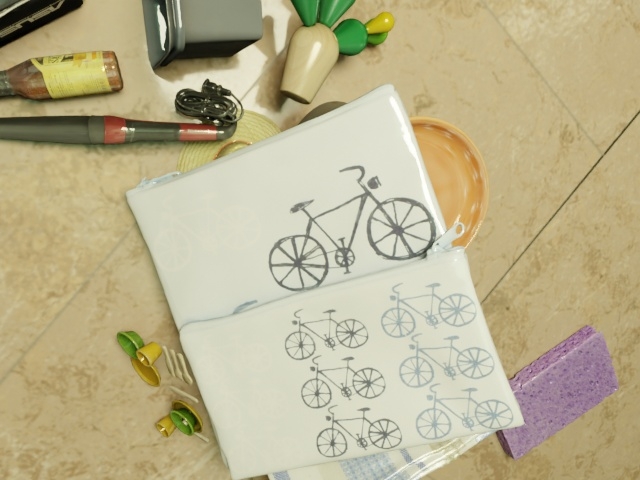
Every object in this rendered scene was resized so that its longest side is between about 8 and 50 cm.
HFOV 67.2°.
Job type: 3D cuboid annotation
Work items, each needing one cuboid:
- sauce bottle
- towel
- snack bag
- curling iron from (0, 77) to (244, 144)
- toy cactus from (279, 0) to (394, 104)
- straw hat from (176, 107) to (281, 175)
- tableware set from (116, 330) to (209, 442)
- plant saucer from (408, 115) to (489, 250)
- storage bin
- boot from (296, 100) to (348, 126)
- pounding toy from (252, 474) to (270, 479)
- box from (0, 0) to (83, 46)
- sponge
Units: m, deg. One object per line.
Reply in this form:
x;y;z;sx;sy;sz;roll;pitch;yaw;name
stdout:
-0.265;-0.161;0.476;0.128;0.042;0.042;-13;104;-15;sauce bottle
0.055;0.193;0.574;0.285;0.209;0.034;-27;142;-10;towel
-0.013;0.054;0.476;0.323;0.037;0.342;-18;93;18;snack bag
-0.217;-0.123;0.499;0.274;0.035;0.068;-8;61;-8;curling iron
-0.001;-0.229;0.474;0.112;0.219;0.180;23;92;18;toy cactus
-0.090;-0.074;0.534;0.144;0.061;0.144;-3;102;-16;straw hat
-0.183;0.171;0.547;0.024;0.104;0.154;-42;138;-44;tableware set
0.117;-0.054;0.610;0.200;0.037;0.200;-3;101;-16;plant saucer
-0.116;-0.222;0.466;0.091;0.135;0.098;-9;104;-26;storage bin
0.000;0.000;0.549;0.115;0.112;0.305;-10;117;-57;boot
-0.006;0.308;0.616;0.141;0.100;0.130;-22;107;-11;pounding toy
-0.460;-0.255;0.373;0.395;0.097;0.318;-33;110;-6;box
0.357;0.233;0.741;0.210;0.031;0.117;-30;108;-9;sponge
